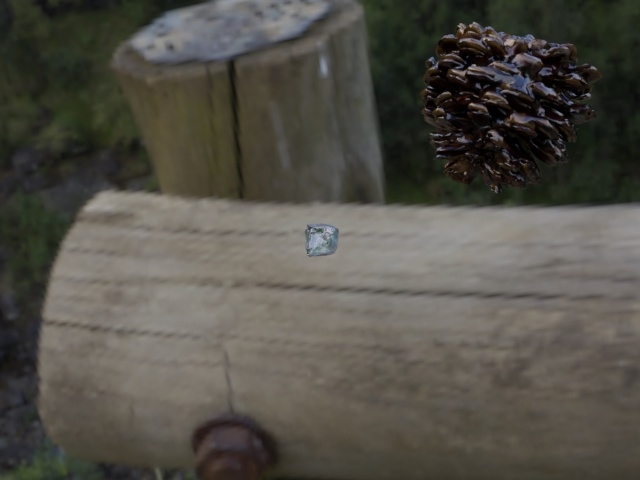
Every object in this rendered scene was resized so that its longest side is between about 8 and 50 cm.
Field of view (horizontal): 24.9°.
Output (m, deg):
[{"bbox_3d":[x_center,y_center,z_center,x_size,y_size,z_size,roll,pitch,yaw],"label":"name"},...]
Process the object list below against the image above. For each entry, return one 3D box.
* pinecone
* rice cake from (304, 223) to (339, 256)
[{"bbox_3d":[0.221,-0.157,1.769,0.221,0.222,0.221,-9,27,5],"label":"pinecone"},{"bbox_3d":[0.001,0.000,1.461,0.033,0.033,0.207,2,1,-1],"label":"rice cake"}]
